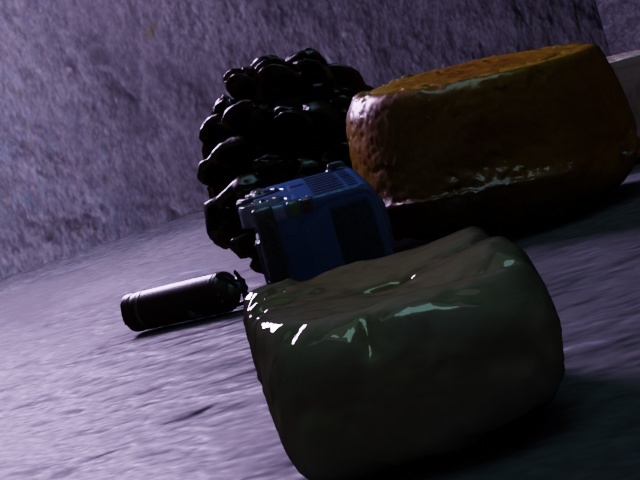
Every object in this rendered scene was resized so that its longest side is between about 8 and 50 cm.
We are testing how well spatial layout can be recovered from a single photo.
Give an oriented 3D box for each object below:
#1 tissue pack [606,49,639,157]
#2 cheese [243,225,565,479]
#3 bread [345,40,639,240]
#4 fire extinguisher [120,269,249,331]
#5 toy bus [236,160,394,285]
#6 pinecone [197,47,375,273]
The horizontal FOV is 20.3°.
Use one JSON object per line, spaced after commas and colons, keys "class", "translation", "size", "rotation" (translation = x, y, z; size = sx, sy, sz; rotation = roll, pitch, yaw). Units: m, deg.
{"class": "tissue pack", "translation": [0.318, -0.149, 2.117], "size": [0.185, 0.124, 0.225], "rotation": [-18, 5, -5]}
{"class": "cheese", "translation": [0.044, 0.059, 0.974], "size": [0.159, 0.093, 0.263], "rotation": [-20, 6, -2]}
{"class": "bread", "translation": [0.163, -0.097, 1.801], "size": [0.312, 0.172, 0.312], "rotation": [-14, 5, 1]}
{"class": "fire extinguisher", "translation": [-0.130, 0.060, 1.810], "size": [0.158, 0.043, 0.064], "rotation": [-13, -36, 34]}
{"class": "toy bus", "translation": [0.000, 0.000, 1.634], "size": [0.133, 0.116, 0.234], "rotation": [-17, 7, -1]}
{"class": "pinecone", "translation": [-0.024, -0.086, 1.978], "size": [0.243, 0.243, 0.257], "rotation": [-16, 18, 12]}
